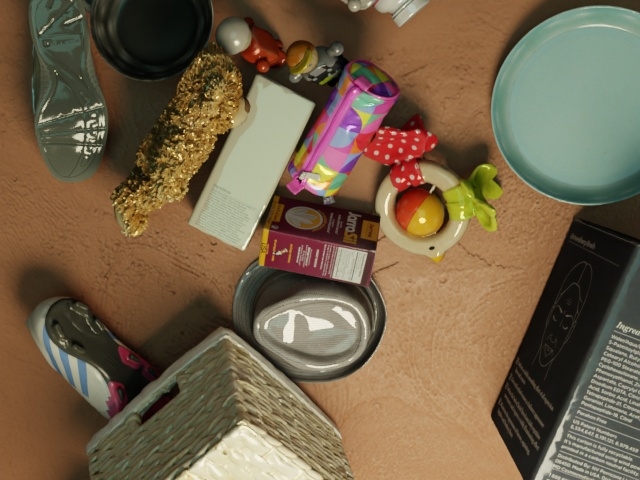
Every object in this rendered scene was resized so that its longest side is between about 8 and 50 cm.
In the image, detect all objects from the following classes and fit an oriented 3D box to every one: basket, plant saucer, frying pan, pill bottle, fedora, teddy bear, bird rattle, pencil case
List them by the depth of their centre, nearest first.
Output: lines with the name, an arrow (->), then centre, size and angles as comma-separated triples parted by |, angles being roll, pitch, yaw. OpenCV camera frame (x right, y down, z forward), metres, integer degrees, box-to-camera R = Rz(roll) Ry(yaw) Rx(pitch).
frying pan -> -0.306, -0.393, 1.209 | 0.197, 0.053, 0.326 | -43, 86, 4
teddy bear -> -0.218, -0.145, 1.219 | 0.113, 0.245, 0.338 | 34, 101, -11
pencil case -> 0.033, -0.171, 1.227 | 0.104, 0.104, 0.236 | 30, 126, -3
pill bottle -> 0.102, -0.427, 1.239 | 0.087, 0.087, 0.160 | -40, 96, 7
basket -> -0.152, 0.390, 1.240 | 0.328, 0.266, 0.331 | -41, 118, 6
plant saucer -> 0.442, -0.217, 1.254 | 0.317, 0.044, 0.317 | 2, 99, 16
bird rattle -> 0.172, -0.074, 1.276 | 0.253, 0.143, 0.207 | 27, 115, 1
fedora -> -0.023, 0.141, 1.311 | 0.275, 0.124, 0.243 | 10, 98, 0

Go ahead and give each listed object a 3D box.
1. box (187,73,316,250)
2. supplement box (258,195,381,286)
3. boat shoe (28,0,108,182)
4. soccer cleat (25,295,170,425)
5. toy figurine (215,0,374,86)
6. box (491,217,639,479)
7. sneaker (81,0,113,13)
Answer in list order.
box -> -0.113, -0.130, 1.288 | 0.113, 0.094, 0.275 | 27, 98, -3
supplement box -> 0.000, 0.000, 1.287 | 0.188, 0.104, 0.081 | 11, 127, 1
boat shoe -> -0.424, -0.258, 1.281 | 0.118, 0.103, 0.320 | -9, 111, -15
soccer cleat -> -0.386, 0.228, 1.356 | 0.143, 0.116, 0.331 | -9, 121, 46
toy figurine -> -0.040, -0.355, 1.188 | 0.209, 0.148, 0.213 | 28, 102, 31
box -> 0.463, 0.195, 1.218 | 0.212, 0.293, 0.395 | 20, 99, -2
sneaker -> -0.407, -0.467, 1.253 | 0.085, 0.086, 0.237 | -39, 94, 9
